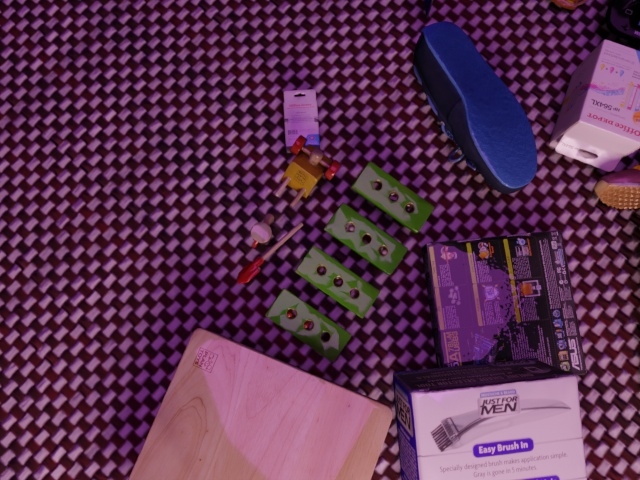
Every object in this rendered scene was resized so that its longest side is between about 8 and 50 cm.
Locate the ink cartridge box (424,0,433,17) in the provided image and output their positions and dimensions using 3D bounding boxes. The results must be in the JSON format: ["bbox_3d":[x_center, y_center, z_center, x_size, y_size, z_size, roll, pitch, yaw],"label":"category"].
[{"bbox_3d":[0.128,-0.508,0.727,0.065,0.165,0.333,-2,79,0],"label":"ink cartridge box"}]

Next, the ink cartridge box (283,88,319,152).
[{"bbox_3d":[-0.027,-0.170,0.736,0.048,0.028,0.084,-3,80,-1],"label":"ink cartridge box"}]

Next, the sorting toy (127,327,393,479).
[{"bbox_3d":[-0.079,0.274,0.626,0.255,0.089,0.257,22,80,4],"label":"sorting toy"}]

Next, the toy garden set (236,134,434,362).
[{"bbox_3d":[0.000,0.000,0.691,0.203,0.049,0.244,35,83,-2],"label":"toy garden set"}]

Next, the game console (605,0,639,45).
[{"bbox_3d":[0.577,-0.263,0.724,0.361,0.044,0.213,25,82,5],"label":"game console"}]

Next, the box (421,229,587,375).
[{"bbox_3d":[0.238,0.089,0.681,0.184,0.045,0.191,-7,81,1],"label":"box"}]

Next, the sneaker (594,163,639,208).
[{"bbox_3d":[0.459,-0.095,0.706,0.185,0.070,0.084,-1,71,-6],"label":"sneaker"}]

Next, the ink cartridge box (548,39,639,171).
[{"bbox_3d":[0.388,-0.176,0.704,0.092,0.090,0.143,21,80,4],"label":"ink cartridge box"}]

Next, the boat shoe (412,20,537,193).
[{"bbox_3d":[0.211,-0.177,0.711,0.108,0.089,0.259,-15,75,-16],"label":"boat shoe"}]

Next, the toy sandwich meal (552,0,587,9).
[{"bbox_3d":[0.374,-0.388,0.772,0.085,0.029,0.086,0,80,0],"label":"toy sandwich meal"}]

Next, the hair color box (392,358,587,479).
[{"bbox_3d":[0.194,0.318,0.585,0.185,0.110,0.339,-4,89,-5],"label":"hair color box"}]
